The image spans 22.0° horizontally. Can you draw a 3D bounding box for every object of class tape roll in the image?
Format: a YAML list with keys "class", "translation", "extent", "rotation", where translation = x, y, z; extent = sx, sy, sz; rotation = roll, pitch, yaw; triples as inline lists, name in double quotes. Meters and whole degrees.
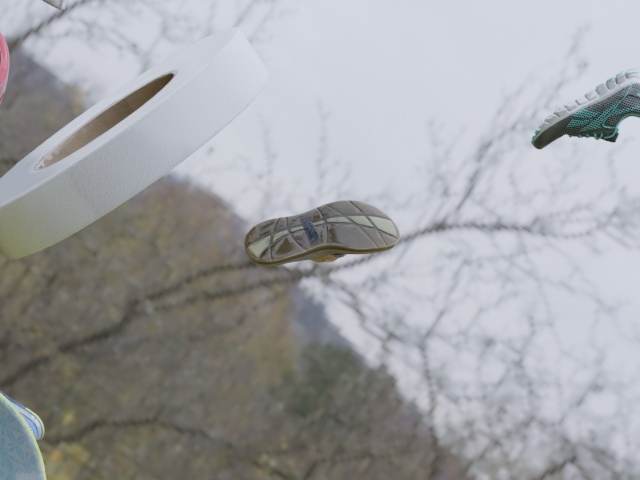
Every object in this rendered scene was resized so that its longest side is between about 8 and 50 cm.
- class: "tape roll"
  translation: [-0.238, -0.117, 1.950]
  extent: [0.072, 0.392, 0.392]
  rotation: [55, -10, -14]

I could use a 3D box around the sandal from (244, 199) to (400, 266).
- class: "sandal"
  translation: [0.000, 0.000, 1.878]
  extent: [0.049, 0.180, 0.072]
  rotation: [100, -24, -57]

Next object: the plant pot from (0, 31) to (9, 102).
- class: "plant pot"
  translation: [-0.546, -0.222, 2.352]
  extent: [0.191, 0.191, 0.174]
  rotation: [34, -28, 2]

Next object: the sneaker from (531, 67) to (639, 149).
- class: "sneaker"
  translation: [0.355, -0.155, 2.143]
  extent: [0.076, 0.166, 0.065]
  rotation: [60, 14, 2]

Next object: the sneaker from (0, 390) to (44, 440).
- class: "sneaker"
  translation: [-0.427, 0.225, 2.112]
  extent: [0.144, 0.059, 0.053]
  rotation: [27, -49, 12]

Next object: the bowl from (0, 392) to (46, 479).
- class: "bowl"
  translation: [-0.447, 0.272, 1.752]
  extent: [0.289, 0.289, 0.156]
  rotation: [35, -16, -11]

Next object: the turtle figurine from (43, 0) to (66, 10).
- class: "turtle figurine"
  translation: [-0.259, -0.389, 1.698]
  extent: [0.275, 0.266, 0.198]
  rotation: [36, 4, 37]
